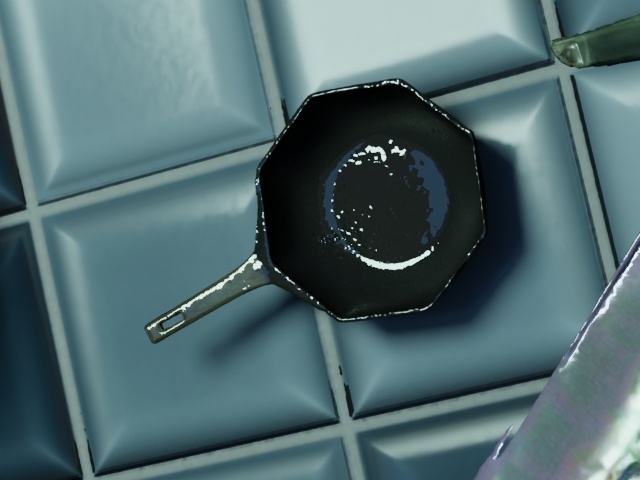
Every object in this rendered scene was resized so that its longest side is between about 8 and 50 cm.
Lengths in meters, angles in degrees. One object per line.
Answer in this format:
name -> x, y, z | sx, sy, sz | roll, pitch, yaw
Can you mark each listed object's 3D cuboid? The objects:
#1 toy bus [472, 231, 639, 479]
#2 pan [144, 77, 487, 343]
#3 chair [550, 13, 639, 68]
toy bus -> 0.201, 0.060, 0.977 | 0.138, 0.112, 0.317 | 35, 100, 27
pan -> -0.003, -0.016, 1.076 | 0.202, 0.048, 0.128 | -7, 86, 18
chair -> 0.235, -0.204, 0.924 | 0.190, 0.275, 0.203 | -23, 83, 42
